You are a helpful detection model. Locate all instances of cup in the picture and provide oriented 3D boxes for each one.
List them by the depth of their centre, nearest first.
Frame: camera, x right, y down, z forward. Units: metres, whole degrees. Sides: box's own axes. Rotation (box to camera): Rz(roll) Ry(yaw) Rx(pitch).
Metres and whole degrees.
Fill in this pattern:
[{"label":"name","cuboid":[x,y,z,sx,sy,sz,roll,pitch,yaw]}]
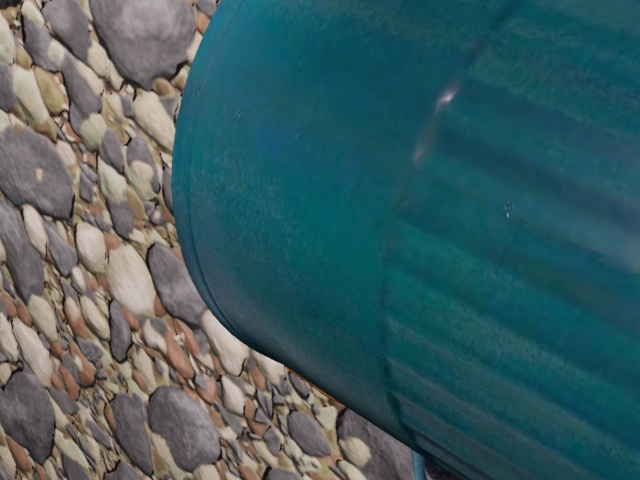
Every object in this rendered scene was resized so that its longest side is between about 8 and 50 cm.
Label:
[{"label":"cup","cuboid":[0.113,0.026,0.497,0.292,0.242,0.307,28,101,44]}]

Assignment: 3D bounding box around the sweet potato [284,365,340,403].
[{"label":"sweet potato","cuboid":[-0.003,0.092,0.991,0.179,0.044,0.044,40,138,21]}]
